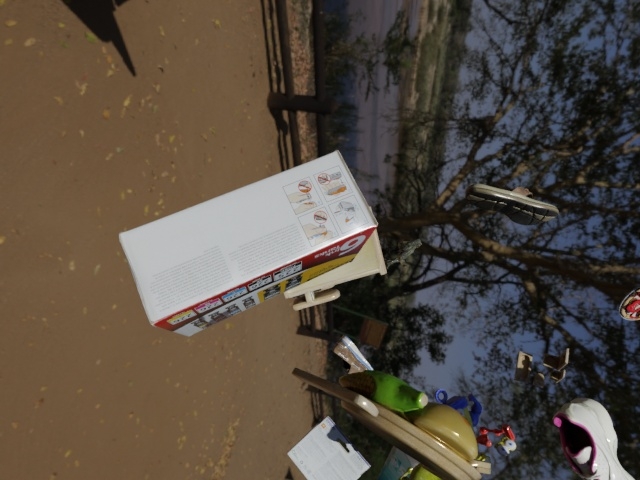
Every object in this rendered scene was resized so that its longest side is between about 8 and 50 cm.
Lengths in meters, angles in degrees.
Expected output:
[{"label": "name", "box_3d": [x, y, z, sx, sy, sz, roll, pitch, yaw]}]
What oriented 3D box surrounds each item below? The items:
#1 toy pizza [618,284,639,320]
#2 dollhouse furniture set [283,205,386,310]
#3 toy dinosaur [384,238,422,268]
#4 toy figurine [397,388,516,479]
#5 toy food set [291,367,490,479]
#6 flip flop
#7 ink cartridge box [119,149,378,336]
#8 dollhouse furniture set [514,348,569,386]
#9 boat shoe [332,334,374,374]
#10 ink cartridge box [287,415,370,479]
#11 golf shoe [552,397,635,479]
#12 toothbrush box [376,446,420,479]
[{"label": "toy pizza", "box_3d": [1.205, 0.228, 1.486, 0.032, 0.201, 0.201, -100, -172, -55]}, {"label": "dollhouse furniture set", "box_3d": [0.000, 0.000, 1.149, 0.394, 0.256, 0.362, -119, -166, -79]}, {"label": "toy dinosaur", "box_3d": [0.299, 0.050, 1.511, 0.268, 0.118, 0.064, -39, 107, -57]}, {"label": "toy figurine", "box_3d": [0.359, 0.552, 1.191, 0.191, 0.363, 0.217, 140, -71, -75]}, {"label": "toy food set", "box_3d": [0.075, 0.149, 0.326, 0.038, 0.192, 0.132, -56, -161, -21]}, {"label": "flip flop", "box_3d": [0.538, -0.114, 1.130, 0.112, 0.277, 0.080, 119, -13, -66]}, {"label": "ink cartridge box", "box_3d": [-0.098, 0.025, 0.640, 0.130, 0.309, 0.272, 64, -12, 13]}, {"label": "dollhouse furniture set", "box_3d": [0.850, 0.480, 1.558, 0.123, 0.151, 0.144, 67, 41, -57]}, {"label": "boat shoe", "box_3d": [0.097, 0.359, 1.191, 0.183, 0.066, 0.066, 54, -11, -19]}, {"label": "ink cartridge box", "box_3d": [0.030, 0.769, 1.433, 0.224, 0.223, 0.045, -46, 166, 12]}, {"label": "golf shoe", "box_3d": [0.606, 0.513, 0.888, 0.115, 0.140, 0.306, -46, -132, 46]}, {"label": "toothbrush box", "box_3d": [0.359, 0.819, 1.491, 0.216, 0.126, 0.295, 4, 113, -36]}]
